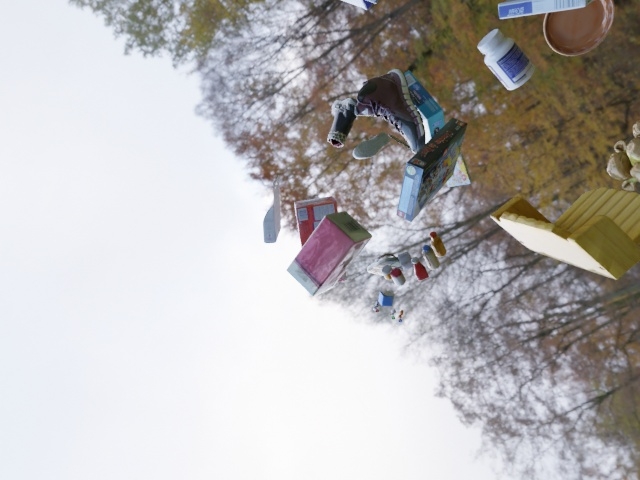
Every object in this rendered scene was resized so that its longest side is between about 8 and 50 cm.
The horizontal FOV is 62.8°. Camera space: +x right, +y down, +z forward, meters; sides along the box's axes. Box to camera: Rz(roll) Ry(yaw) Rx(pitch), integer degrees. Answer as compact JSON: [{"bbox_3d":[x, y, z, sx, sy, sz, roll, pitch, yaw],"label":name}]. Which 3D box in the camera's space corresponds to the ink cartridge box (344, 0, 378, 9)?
[{"bbox_3d":[0.199,-0.901,1.684,0.071,0.324,0.330,34,-171,-47],"label":"ink cartridge box"}]

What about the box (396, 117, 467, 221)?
[{"bbox_3d":[0.268,-0.172,1.261,0.044,0.159,0.233,28,-130,23],"label":"box"}]

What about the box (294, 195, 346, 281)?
[{"bbox_3d":[0.000,0.000,1.934,0.142,0.154,0.300,-109,10,-75],"label":"box"}]

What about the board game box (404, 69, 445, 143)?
[{"bbox_3d":[0.440,-0.524,2.246,0.254,0.079,0.336,60,-175,28],"label":"board game box"}]

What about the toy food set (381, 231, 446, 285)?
[{"bbox_3d":[0.310,0.067,1.778,0.111,0.232,0.105,-95,-21,-48],"label":"toy food set"}]

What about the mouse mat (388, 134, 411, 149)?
[{"bbox_3d":[0.302,-0.286,1.676,0.189,0.007,0.152,33,-165,7],"label":"mouse mat"}]

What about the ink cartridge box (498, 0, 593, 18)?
[{"bbox_3d":[0.626,-0.652,1.416,0.224,0.223,0.045,-38,-55,-40],"label":"ink cartridge box"}]

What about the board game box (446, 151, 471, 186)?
[{"bbox_3d":[0.588,-0.308,2.293,0.154,0.103,0.026,59,-140,-33],"label":"board game box"}]

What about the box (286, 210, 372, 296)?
[{"bbox_3d":[0.028,0.039,1.630,0.127,0.232,0.148,43,-155,16],"label":"box"}]

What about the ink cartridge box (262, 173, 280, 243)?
[{"bbox_3d":[-0.191,-0.127,2.044,0.189,0.066,0.233,-83,-12,-71],"label":"ink cartridge box"}]

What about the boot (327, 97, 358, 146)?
[{"bbox_3d":[0.071,-0.458,2.061,0.085,0.236,0.179,26,-93,-20],"label":"boot"}]

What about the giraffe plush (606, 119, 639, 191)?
[{"bbox_3d":[0.815,-0.203,1.334,0.210,0.170,0.182,19,-97,-19],"label":"giraffe plush"}]

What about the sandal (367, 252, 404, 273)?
[{"bbox_3d":[0.310,0.105,2.495,0.120,0.302,0.086,22,-106,-17],"label":"sandal"}]

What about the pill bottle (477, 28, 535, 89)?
[{"bbox_3d":[0.617,-0.608,1.754,0.186,0.112,0.112,42,-142,-17],"label":"pill bottle"}]

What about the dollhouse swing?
[{"bbox_3d":[0.793,-0.093,1.597,0.315,0.305,0.347,34,-179,-25],"label":"dollhouse swing"}]

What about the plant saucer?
[{"bbox_3d":[0.766,-0.657,1.564,0.200,0.200,0.037,42,-153,-20],"label":"plant saucer"}]

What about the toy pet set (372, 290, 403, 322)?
[{"bbox_3d":[0.265,0.267,2.088,0.065,0.122,0.114,-22,-56,-53],"label":"toy pet set"}]

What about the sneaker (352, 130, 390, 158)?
[{"bbox_3d":[0.250,-0.470,2.677,0.235,0.095,0.090,-31,-87,-27],"label":"sneaker"}]

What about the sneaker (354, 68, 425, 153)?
[{"bbox_3d":[0.184,-0.345,1.469,0.106,0.162,0.282,82,174,-63],"label":"sneaker"}]
